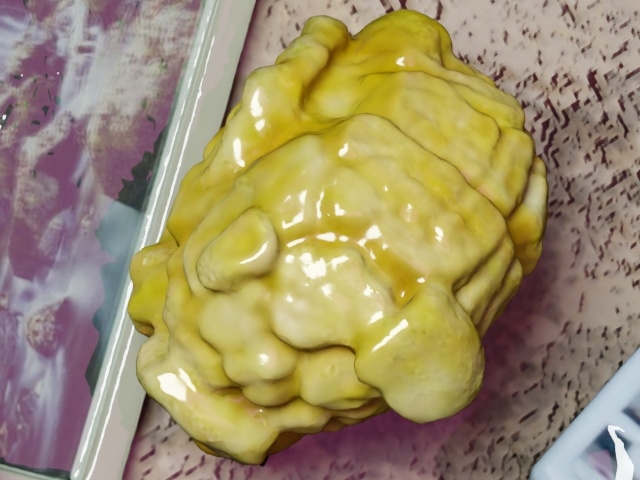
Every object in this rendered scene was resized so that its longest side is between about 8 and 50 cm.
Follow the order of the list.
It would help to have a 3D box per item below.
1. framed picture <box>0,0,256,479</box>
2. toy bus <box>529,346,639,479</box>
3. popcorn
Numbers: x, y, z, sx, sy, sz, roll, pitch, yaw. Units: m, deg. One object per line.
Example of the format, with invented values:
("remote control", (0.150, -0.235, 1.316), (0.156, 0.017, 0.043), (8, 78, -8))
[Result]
("framed picture", (-0.156, -0.063, 0.749), (0.240, 0.020, 0.324), (19, 82, -14))
("toy bus", (0.230, 0.052, 0.802), (0.136, 0.109, 0.330), (40, 74, 17))
("popcorn", (0.006, -0.002, 0.717), (0.140, 0.163, 0.194), (45, 77, -9))
